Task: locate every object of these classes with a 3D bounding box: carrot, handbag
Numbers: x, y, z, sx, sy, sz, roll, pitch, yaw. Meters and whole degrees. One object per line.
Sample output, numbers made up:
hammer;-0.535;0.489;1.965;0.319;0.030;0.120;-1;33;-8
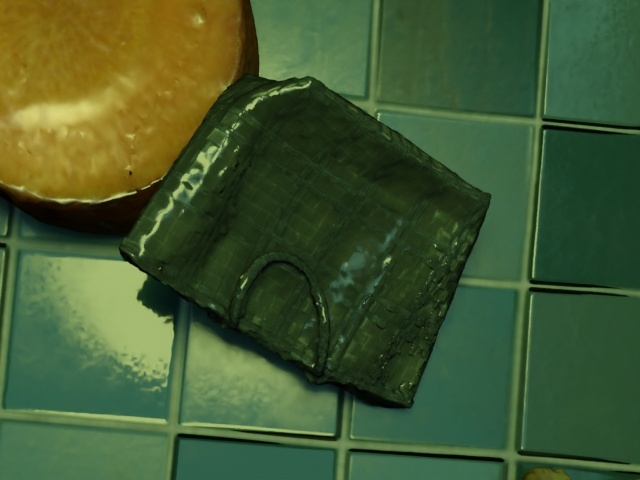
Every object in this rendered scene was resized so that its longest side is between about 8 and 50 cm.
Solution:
carrot;-0.173;-0.157;1.020;0.258;0.100;0.307;-14;80;-11
handbag;0.000;0.000;0.979;0.270;0.088;0.175;31;81;-34

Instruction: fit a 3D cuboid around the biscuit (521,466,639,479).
biscuit;0.249;0.269;1.002;0.274;0.091;0.213;15;78;-5
